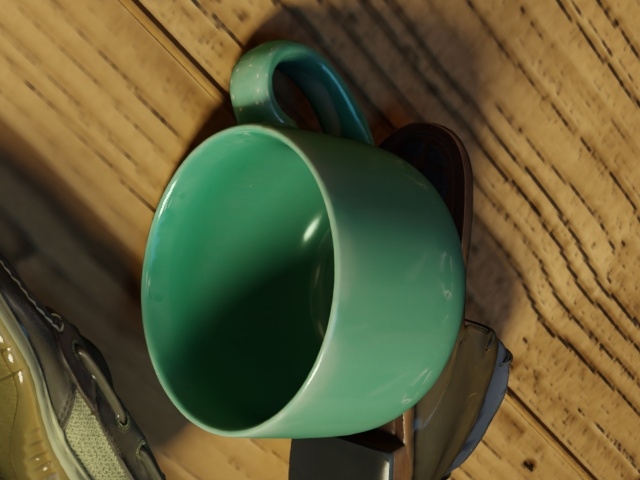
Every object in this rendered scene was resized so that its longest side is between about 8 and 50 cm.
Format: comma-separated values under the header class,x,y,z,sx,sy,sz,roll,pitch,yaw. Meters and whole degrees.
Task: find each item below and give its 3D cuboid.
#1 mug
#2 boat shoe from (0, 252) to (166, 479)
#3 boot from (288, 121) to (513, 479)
class,x,y,z,sx,sy,sz,roll,pitch,yaw
mug,0.004,0.008,0.694,0.097,0.129,0.157,7,111,-43
boat shoe,-0.124,0.068,0.677,0.223,0.080,0.073,65,30,-25
boot,0.048,0.042,0.806,0.106,0.082,0.219,-15,123,-56
